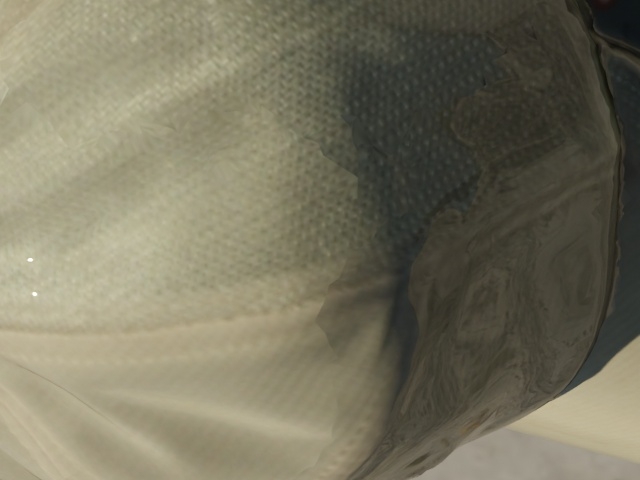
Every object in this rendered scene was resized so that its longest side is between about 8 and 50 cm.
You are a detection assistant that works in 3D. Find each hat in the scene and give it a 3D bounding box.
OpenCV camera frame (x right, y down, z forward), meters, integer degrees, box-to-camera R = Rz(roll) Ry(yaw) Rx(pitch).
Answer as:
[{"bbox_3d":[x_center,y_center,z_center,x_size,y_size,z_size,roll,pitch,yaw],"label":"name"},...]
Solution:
[{"bbox_3d":[0.008,0.001,0.455,0.275,0.161,0.232,26,158,-26],"label":"hat"}]
